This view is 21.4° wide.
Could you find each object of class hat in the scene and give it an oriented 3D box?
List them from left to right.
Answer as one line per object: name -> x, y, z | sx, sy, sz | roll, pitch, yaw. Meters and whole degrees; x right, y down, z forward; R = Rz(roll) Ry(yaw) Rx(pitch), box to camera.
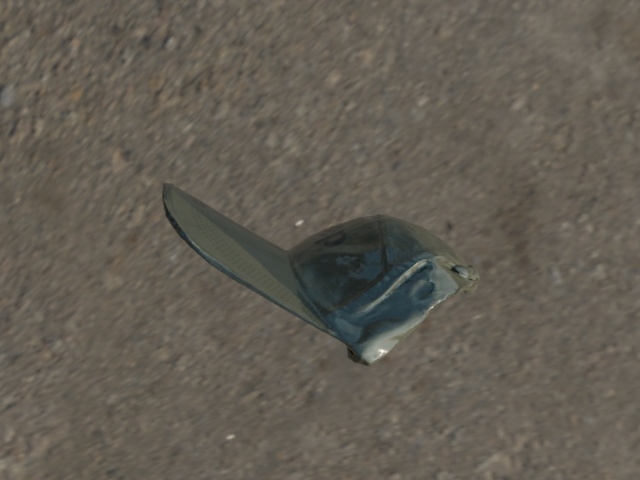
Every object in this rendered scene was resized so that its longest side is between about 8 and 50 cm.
hat -> 0.000, 0.000, 1.382 | 0.149, 0.214, 0.245 | -45, 99, 0
